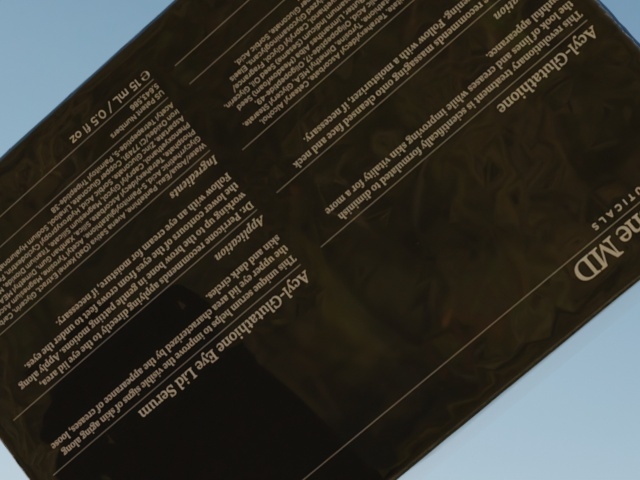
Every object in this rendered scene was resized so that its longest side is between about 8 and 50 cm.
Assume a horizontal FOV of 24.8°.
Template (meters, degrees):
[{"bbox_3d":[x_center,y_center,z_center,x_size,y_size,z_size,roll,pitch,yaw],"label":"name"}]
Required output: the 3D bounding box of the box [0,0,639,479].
[{"bbox_3d":[0.000,0.000,0.541,0.261,0.103,0.184,-40,-105,8],"label":"box"}]
